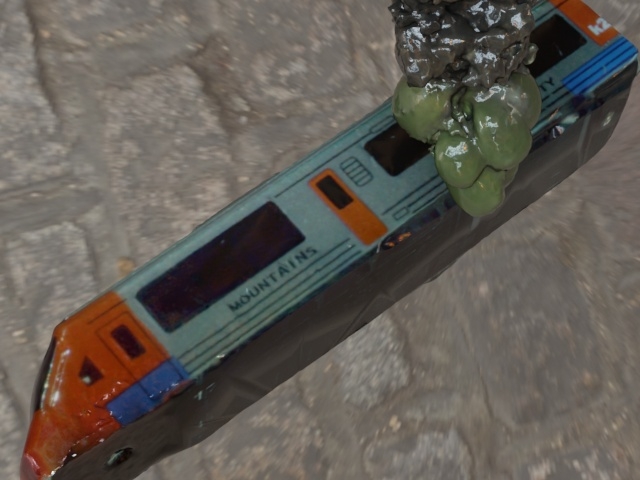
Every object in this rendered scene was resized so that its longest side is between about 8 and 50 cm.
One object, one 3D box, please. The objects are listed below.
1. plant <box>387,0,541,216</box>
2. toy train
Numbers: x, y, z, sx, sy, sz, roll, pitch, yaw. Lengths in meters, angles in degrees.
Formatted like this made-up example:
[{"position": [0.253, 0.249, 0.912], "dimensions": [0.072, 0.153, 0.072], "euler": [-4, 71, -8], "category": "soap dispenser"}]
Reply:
[{"position": [0.065, -0.084, 0.678], "dimensions": [0.087, 0.174, 0.085], "euler": [24, 58, 28], "category": "plant"}, {"position": [0.000, 0.000, 0.806], "dimensions": [0.409, 0.086, 0.089], "euler": [-34, 70, -22], "category": "toy train"}]
